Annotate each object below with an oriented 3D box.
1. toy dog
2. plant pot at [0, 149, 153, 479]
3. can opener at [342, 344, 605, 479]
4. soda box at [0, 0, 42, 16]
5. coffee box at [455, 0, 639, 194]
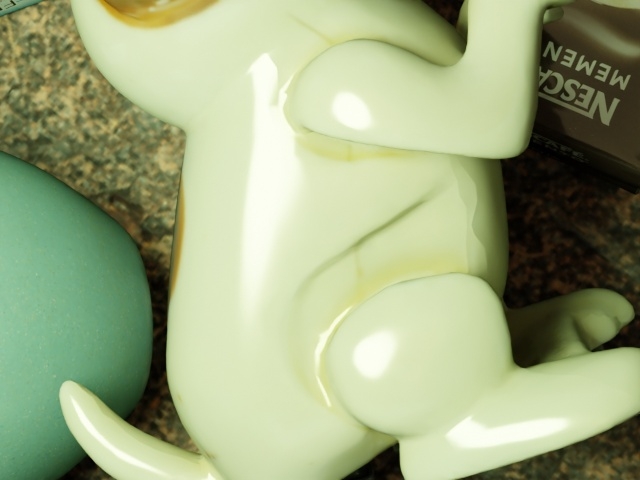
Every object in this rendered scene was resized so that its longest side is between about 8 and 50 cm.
[{"bbox_3d":[-0.009,-0.062,1.162,0.395,0.284,0.408,-20,96,15],"label":"toy dog"},{"bbox_3d":[-0.230,0.060,1.278,0.195,0.290,0.290,-3,82,-27],"label":"plant pot"},{"bbox_3d":[0.073,0.141,1.329,0.283,0.076,0.095,-12,115,4],"label":"can opener"},{"bbox_3d":[-0.273,-0.196,1.392,0.183,0.063,0.058,-19,82,3],"label":"soda box"},{"bbox_3d":[0.214,-0.203,1.314,0.168,0.119,0.297,23,87,7],"label":"coffee box"}]
